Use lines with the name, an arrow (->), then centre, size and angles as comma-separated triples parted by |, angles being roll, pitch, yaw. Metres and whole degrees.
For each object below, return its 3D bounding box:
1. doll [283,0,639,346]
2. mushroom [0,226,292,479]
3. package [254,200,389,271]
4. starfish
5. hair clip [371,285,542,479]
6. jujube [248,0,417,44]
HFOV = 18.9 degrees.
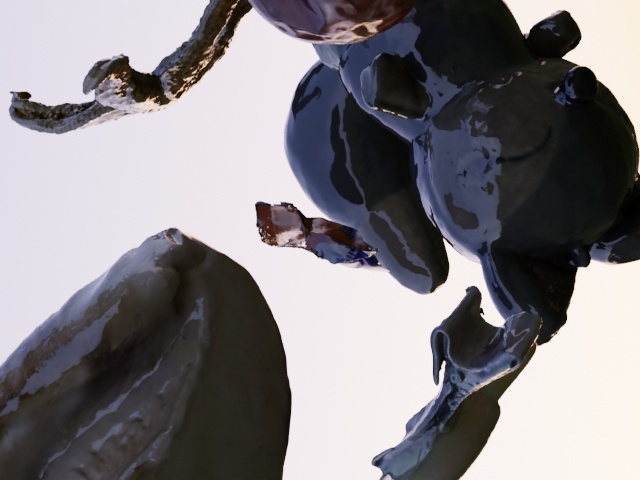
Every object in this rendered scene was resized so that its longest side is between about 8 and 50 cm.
doll -> 0.155, -0.079, 1.855 | 0.382, 0.252, 0.378 | 59, 162, 10
mushroom -> -0.197, 0.194, 1.719 | 0.224, 0.314, 0.397 | 38, -125, -42
package -> 0.001, -0.001, 1.518 | 0.033, 0.111, 0.077 | -68, -18, -5
starfish -> -0.186, -0.184, 2.060 | 0.094, 0.327, 0.375 | 64, -172, -3
hair clip -> 0.094, 0.117, 1.352 | 0.159, 0.071, 0.218 | -45, -13, -42
jujube -> 0.037, -0.257, 1.516 | 0.236, 0.168, 0.168 | -48, -46, -30
